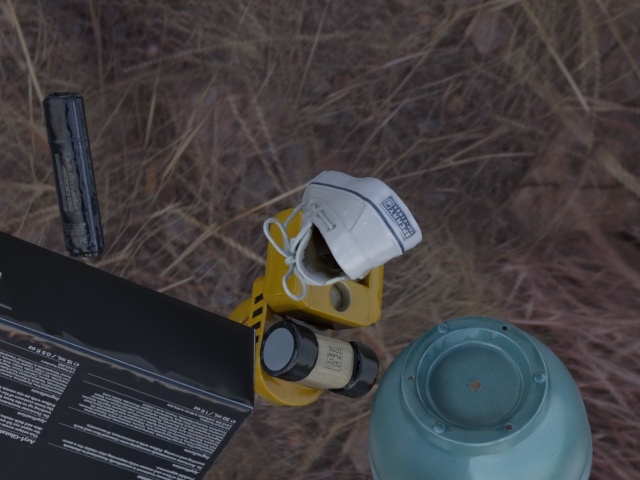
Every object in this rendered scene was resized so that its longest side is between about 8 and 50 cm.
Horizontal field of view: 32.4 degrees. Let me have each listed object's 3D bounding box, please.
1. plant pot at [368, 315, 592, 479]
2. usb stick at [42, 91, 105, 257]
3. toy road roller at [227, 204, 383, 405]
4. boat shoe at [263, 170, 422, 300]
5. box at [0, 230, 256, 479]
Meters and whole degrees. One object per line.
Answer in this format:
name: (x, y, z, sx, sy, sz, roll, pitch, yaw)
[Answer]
plant pot: (0.194, 0.214, 1.377, 0.293, 0.196, 0.293, -5, 54, 7)
usb stick: (-0.409, -0.109, 1.831, 0.077, 0.045, 0.278, 0, 105, 23)
toy road roller: (-0.044, 0.116, 1.881, 0.202, 0.240, 0.330, 21, 69, -42)
boat shoe: (0.005, 0.007, 1.433, 0.156, 0.367, 0.136, -37, 102, -9)
box: (-0.207, 0.115, 0.865, 0.261, 0.184, 0.103, 23, 31, -18)
